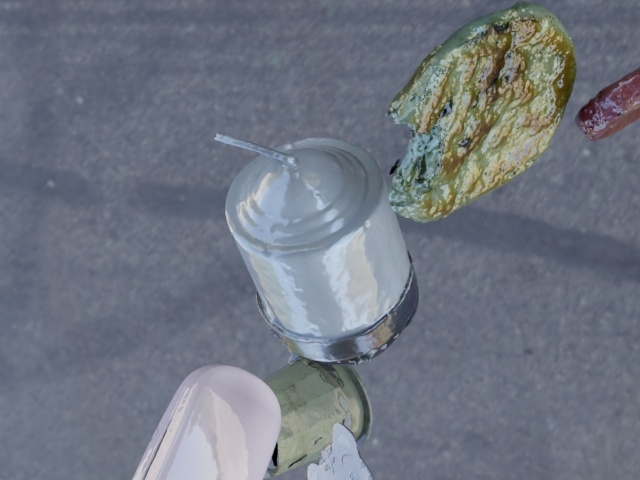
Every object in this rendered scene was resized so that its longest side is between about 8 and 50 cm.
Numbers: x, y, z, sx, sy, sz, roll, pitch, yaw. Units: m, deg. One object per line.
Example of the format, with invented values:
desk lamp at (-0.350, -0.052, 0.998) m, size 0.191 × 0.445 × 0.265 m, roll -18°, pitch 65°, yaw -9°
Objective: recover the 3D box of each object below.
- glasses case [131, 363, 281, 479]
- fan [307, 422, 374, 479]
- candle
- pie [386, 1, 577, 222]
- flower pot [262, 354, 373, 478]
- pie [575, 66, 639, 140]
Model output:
glasses case at (-0.132, 0.263, 1.344) m, size 0.113 × 0.297 × 0.075 m, roll 34°, pitch 160°, yaw -28°
fan at (0.051, 0.324, 1.543) m, size 0.227 × 0.008 × 0.152 m, roll 61°, pitch 146°, yaw 23°
candle at (0.000, 0.000, 1.807) m, size 0.221 × 0.221 × 0.342 m, roll 11°, pitch 146°, yaw 24°
pie at (0.187, -0.145, 1.616) m, size 0.067 × 0.302 × 0.303 m, roll 39°, pitch 141°, yaw 34°
flower pot at (-0.047, 0.308, 2.367) m, size 0.212 × 0.202 × 0.212 m, roll 20°, pitch 122°, yaw 37°
pie at (0.388, -0.181, 1.679) m, size 0.182 × 0.182 × 0.050 m, roll -38°, pitch 80°, yaw 44°
